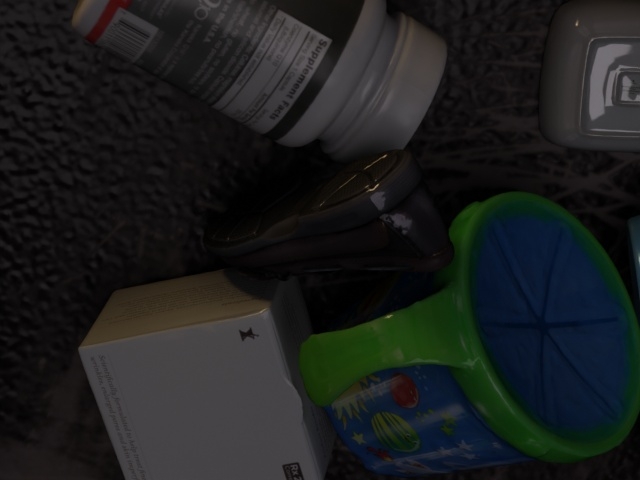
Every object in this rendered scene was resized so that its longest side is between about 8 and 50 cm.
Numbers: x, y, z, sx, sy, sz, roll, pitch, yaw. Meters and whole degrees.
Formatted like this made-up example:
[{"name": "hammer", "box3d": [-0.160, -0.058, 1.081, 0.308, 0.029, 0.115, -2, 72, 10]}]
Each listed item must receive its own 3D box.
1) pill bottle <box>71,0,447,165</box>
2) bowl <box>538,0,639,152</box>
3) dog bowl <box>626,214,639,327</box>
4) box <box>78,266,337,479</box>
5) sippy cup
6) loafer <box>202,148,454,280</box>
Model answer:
[{"name": "pill bottle", "box3d": [-0.047, -0.178, 1.308, 0.283, 0.161, 0.161, 28, 105, -15]}, {"name": "bowl", "box3d": [0.271, -0.143, 1.410, 0.142, 0.053, 0.142, 2, 109, -5]}, {"name": "dog bowl", "box3d": [0.333, 0.104, 1.452, 0.074, 0.166, 0.297, -8, 111, 9]}, {"name": "box", "box3d": [-0.095, 0.131, 1.417, 0.182, 0.119, 0.181, -11, 111, 14]}, {"name": "sippy cup", "box3d": [0.124, 0.103, 1.377, 0.305, 0.240, 0.224, 38, 137, -25]}, {"name": "loafer", "box3d": [0.000, 0.000, 1.314, 0.109, 0.302, 0.095, -44, 106, -26]}]
